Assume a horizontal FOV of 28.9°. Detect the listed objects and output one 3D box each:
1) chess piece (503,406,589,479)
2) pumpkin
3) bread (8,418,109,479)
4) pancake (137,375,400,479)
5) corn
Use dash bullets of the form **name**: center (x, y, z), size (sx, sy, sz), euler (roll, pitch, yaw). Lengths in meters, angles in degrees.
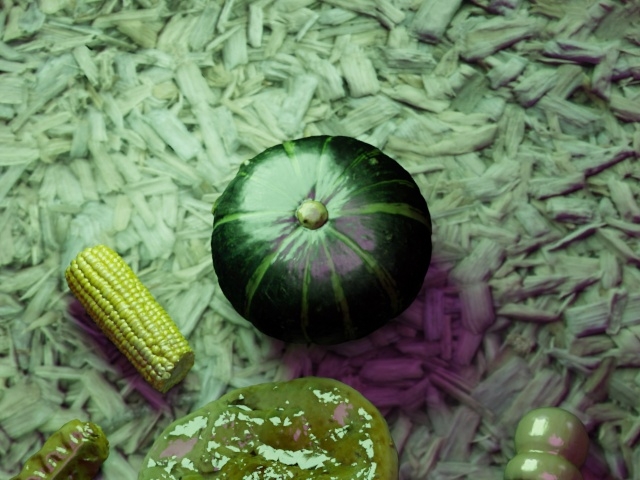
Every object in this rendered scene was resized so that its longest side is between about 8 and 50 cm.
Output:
- **chess piece**: center (0.301, 0.351, 1.703), size (0.142, 0.143, 0.261), euler (13, 63, 7)
- **pumpkin**: center (0.000, 0.000, 1.800), size (0.323, 0.241, 0.323), euler (-1, 64, 1)
- **bread**: center (-0.431, 0.398, 1.725), size (0.084, 0.077, 0.367), euler (35, 72, 19)
- **pancake**: center (-0.079, 0.322, 1.668), size (0.386, 0.082, 0.387), euler (-11, 39, 9)
- **corn**: center (-0.282, 0.113, 1.837), size (0.093, 0.093, 0.244), euler (-37, 74, -14)
